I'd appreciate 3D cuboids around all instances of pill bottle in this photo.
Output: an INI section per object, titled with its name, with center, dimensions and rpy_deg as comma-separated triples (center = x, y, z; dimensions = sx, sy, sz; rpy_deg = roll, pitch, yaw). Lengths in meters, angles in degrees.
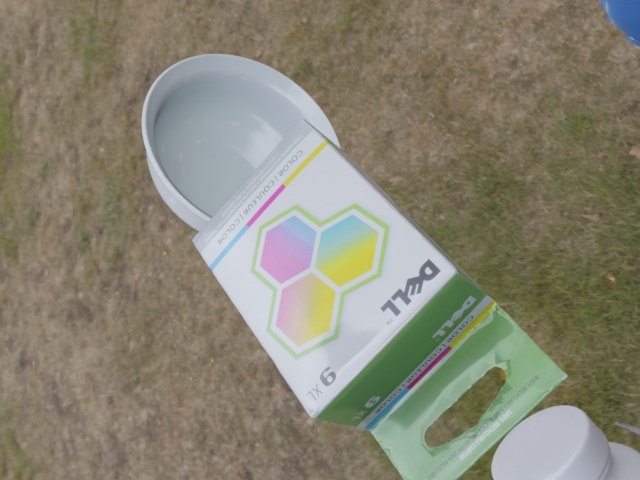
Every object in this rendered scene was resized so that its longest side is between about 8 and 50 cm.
[pill bottle]
center = 0.297, 0.303, 0.675
dimensions = 0.152, 0.152, 0.272
rpy_deg = -34, 100, 38

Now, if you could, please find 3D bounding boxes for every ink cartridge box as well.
[ink cartridge box]
center = 0.021, 0.033, 0.389
dimensions = 0.109, 0.062, 0.209
rpy_deg = -47, 53, 9

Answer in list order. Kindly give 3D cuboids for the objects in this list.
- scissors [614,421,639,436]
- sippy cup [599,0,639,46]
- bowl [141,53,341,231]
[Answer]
[scissors]
center = 0.437, 0.255, 0.815
dimensions = 0.021, 0.297, 0.109
rpy_deg = -43, 56, 25
[sippy cup]
center = 0.246, -0.228, 0.360
dimensions = 0.240, 0.305, 0.224
rpy_deg = 159, 123, -74
[bowl]
center = -0.124, -0.109, 0.973
dimensions = 0.134, 0.298, 0.298
rpy_deg = -41, 57, 51
